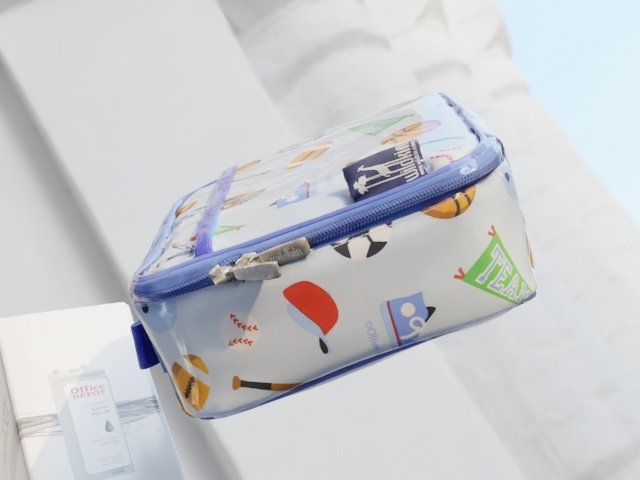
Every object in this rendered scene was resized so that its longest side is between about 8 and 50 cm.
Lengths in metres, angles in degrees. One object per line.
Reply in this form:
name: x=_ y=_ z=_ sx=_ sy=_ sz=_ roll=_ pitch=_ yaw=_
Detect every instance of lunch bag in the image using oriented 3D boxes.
lunch bag: x=0.000 y=0.000 z=0.777 sx=0.243 sy=0.115 sz=0.303 roll=-19 pitch=11 yaw=5

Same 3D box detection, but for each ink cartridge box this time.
ink cartridge box: x=-0.182 y=0.221 z=0.976 sx=0.117 sy=0.283 sz=0.207 roll=-6 pitch=-46 yaw=-22
